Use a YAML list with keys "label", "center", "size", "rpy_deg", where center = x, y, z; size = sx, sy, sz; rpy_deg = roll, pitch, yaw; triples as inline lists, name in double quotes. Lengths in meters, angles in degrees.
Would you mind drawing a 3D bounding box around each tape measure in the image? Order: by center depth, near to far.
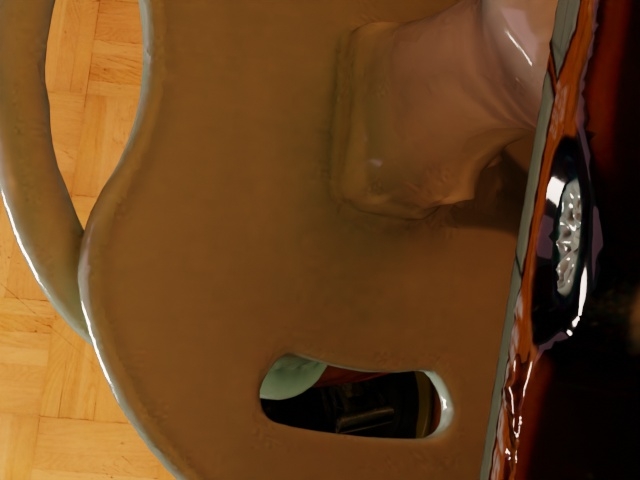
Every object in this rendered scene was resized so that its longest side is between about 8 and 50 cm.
- label: "tape measure"
  center: [0.000, 0.111, 1.052]
  size: [0.112, 0.199, 0.186]
  rpy_deg: [-33, 73, 55]

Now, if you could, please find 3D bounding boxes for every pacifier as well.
- label: "pacifier"
  center: [0.035, -0.055, 0.537]
  size: [0.269, 0.288, 0.343]
  rpy_deg: [-18, 69, 57]

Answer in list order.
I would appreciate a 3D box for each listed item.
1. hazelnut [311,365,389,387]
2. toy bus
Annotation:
- label: "hazelnut"
  center: [0.000, 0.000, 0.912]
  size: [0.229, 0.230, 0.229]
  rpy_deg: [-175, 90, -86]
- label: "toy bus"
  center: [0.084, 0.112, 0.414]
  size: [0.092, 0.093, 0.408]
  rpy_deg: [-87, 5, -73]
